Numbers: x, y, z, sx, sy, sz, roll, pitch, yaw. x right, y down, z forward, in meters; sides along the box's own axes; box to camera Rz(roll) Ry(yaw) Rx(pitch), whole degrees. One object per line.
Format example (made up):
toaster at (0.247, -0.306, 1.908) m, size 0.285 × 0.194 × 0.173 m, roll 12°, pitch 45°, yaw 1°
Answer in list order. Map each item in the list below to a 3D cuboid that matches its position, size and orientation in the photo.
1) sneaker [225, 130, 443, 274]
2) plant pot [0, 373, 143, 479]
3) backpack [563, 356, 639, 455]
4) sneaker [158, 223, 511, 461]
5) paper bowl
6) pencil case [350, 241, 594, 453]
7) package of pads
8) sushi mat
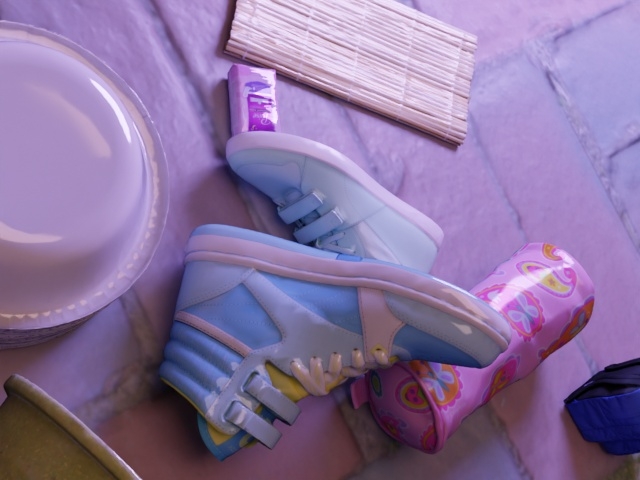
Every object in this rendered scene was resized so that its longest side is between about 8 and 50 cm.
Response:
sneaker at (0.001, 0.000, 1.139) m, size 0.256 × 0.094 × 0.151 m, roll 30°, pitch 64°, yaw -17°
plant pot at (-0.226, 0.286, 0.833) m, size 0.276 × 0.276 × 0.254 m, roll 48°, pitch 69°, yaw -7°
backpack at (0.359, 0.184, 1.262) m, size 0.098 × 0.120 × 0.101 m, roll -37°, pitch 93°, yaw -34°
sneaker at (0.001, 0.119, 1.030) m, size 0.319 × 0.127 × 0.208 m, roll 13°, pitch 71°, yaw 17°
paper bowl at (-0.269, -0.056, 0.973) m, size 0.284 × 0.148 × 0.284 m, roll 9°, pitch 70°, yaw -27°
pencil case at (0.165, 0.108, 1.183) m, size 0.284 × 0.124 × 0.124 m, roll -31°, pitch 90°, yaw -33°
package of pads at (-0.070, -0.142, 1.183) m, size 0.050 × 0.032 × 0.083 m, roll 3°, pitch 72°, yaw -26°
sushi mat at (0.045, -0.224, 1.285) m, size 0.316 × 0.019 × 0.151 m, roll 18°, pitch 64°, yaw -23°
